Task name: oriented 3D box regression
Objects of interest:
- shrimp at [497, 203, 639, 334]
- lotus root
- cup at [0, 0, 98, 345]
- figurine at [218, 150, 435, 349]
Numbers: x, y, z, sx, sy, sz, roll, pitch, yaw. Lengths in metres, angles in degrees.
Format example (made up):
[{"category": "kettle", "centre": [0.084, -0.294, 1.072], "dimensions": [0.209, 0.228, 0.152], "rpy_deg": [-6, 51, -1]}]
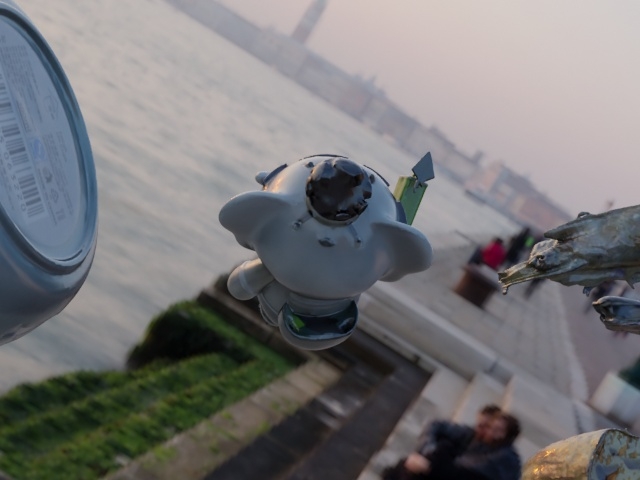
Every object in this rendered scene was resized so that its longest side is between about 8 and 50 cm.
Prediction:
[{"category": "shrimp", "centre": [0.243, 0.027, 0.960], "dimensions": [0.223, 0.126, 0.047], "rpy_deg": [-10, 25, -3]}, {"category": "lotus root", "centre": [0.271, 0.243, 1.325], "dimensions": [0.159, 0.135, 0.095], "rpy_deg": [-39, 107, -51]}, {"category": "cup", "centre": [-0.291, -0.021, 0.882], "dimensions": [0.356, 0.274, 0.260], "rpy_deg": [39, 39, -68]}, {"category": "figurine", "centre": [0.000, 0.000, 0.875], "dimensions": [0.147, 0.126, 0.192], "rpy_deg": [7, -26, -9]}]
